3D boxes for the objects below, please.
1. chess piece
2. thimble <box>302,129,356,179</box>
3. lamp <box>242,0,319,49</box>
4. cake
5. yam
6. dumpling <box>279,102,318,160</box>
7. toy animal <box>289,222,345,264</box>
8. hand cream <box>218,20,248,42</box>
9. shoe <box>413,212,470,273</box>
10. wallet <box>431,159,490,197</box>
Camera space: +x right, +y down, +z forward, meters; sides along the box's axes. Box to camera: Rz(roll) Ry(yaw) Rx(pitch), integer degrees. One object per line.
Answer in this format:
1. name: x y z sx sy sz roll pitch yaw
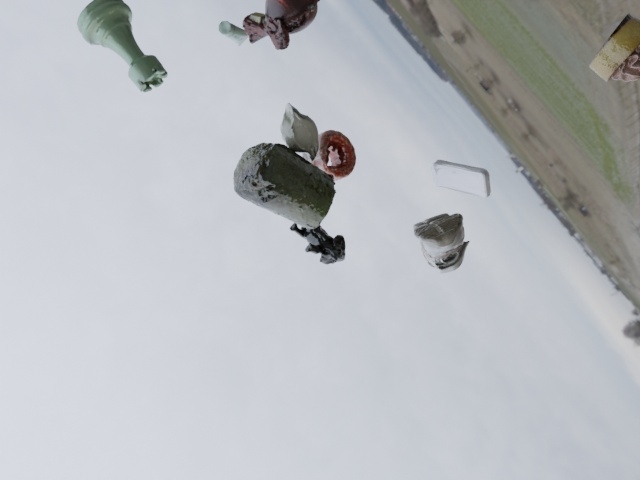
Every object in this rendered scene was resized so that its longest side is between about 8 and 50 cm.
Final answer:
1. chess piece: -0.680 -0.677 1.634 0.299 0.195 0.194 51 -158 -5
2. thimble: 0.040 -0.384 2.140 0.239 0.162 0.238 5 -98 -41
3. lamp: -0.110 -0.680 1.356 0.215 0.223 0.151 35 160 41
4. cake: 1.011 -0.608 1.509 0.178 0.207 0.185 36 180 16
5. yam: -0.101 -0.168 1.390 0.300 0.195 0.195 24 -148 -40
6. dumpling: -0.073 -0.323 1.396 0.127 0.108 0.187 20 144 55
7. toy animal: 0.005 -0.003 1.563 0.146 0.115 0.245 33 -161 -51
8. hand cream: -0.322 -0.787 1.770 0.049 0.078 0.205 52 -163 -1
9. shoe: 0.444 0.015 1.652 0.351 0.172 0.197 -42 -70 -77
10. wallet: 0.406 -0.183 1.356 0.190 0.033 0.095 26 145 43
